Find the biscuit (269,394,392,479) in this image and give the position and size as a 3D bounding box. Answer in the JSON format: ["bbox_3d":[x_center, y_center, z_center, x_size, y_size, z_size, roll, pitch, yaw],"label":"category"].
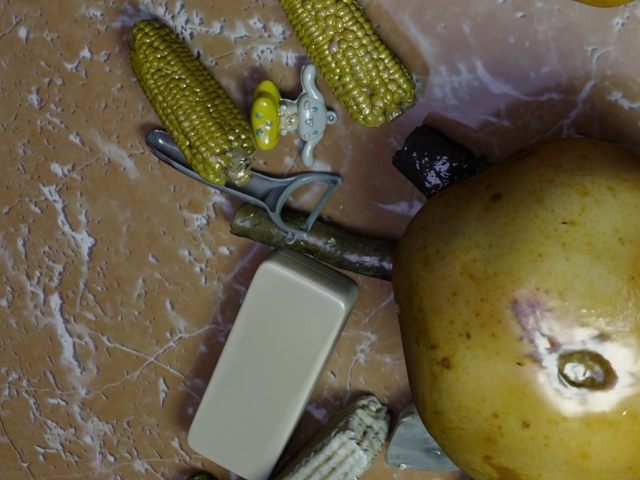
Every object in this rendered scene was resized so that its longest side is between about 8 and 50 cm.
[{"bbox_3d":[-0.057,0.387,1.629,0.078,0.144,0.426,44,117,0],"label":"biscuit"}]

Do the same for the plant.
[{"bbox_3d":[0.165,-0.085,1.426,0.143,0.092,0.094,41,103,7],"label":"plant"}]

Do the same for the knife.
[{"bbox_3d":[-0.119,-0.078,1.518,0.278,0.123,0.053,22,144,17],"label":"knife"}]

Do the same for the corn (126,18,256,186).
[{"bbox_3d":[-0.171,-0.178,1.476,0.097,0.097,0.261,-40,80,25],"label":"corn"}]

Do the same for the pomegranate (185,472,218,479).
[{"bbox_3d":[-0.172,0.392,1.704,0.085,0.073,0.073,29,115,-13],"label":"pomegranate"}]

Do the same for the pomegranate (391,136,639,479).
[{"bbox_3d":[0.272,0.087,1.287,0.417,0.416,0.416,5,110,15],"label":"pomegranate"}]

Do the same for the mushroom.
[{"bbox_3d":[0.243,0.237,1.510,0.351,0.097,0.109,-18,100,17],"label":"mushroom"}]

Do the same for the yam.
[{"bbox_3d":[0.000,0.000,1.519,0.253,0.061,0.061,16,112,12],"label":"yam"}]

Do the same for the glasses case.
[{"bbox_3d":[-0.071,0.180,1.593,0.144,0.076,0.336,28,114,7],"label":"glasses case"}]

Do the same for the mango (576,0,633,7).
[{"bbox_3d":[0.304,-0.333,1.297,0.178,0.090,0.115,16,118,20],"label":"mango"}]

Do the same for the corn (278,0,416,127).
[{"bbox_3d":[0.016,-0.274,1.400,0.101,0.101,0.291,-29,97,23],"label":"corn"}]

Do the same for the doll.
[{"bbox_3d":[-0.035,-0.158,1.481,0.113,0.071,0.135,-21,115,8],"label":"doll"}]
